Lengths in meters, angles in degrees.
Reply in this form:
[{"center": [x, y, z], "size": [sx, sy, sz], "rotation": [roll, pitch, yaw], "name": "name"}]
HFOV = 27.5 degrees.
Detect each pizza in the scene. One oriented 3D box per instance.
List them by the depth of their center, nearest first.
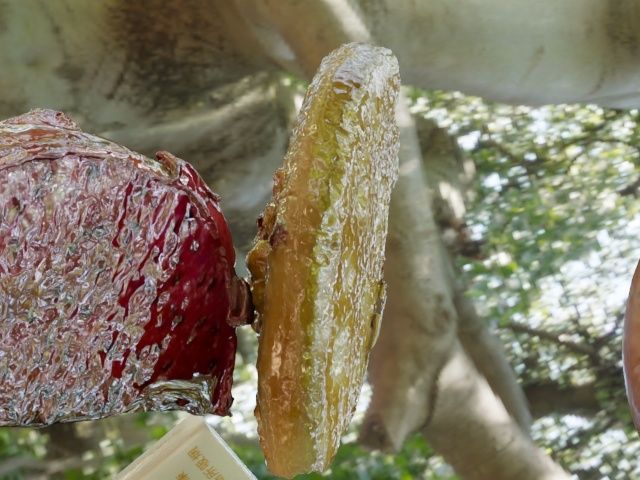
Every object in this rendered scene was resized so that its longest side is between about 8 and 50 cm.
[{"center": [-0.002, 0.000, 0.675], "size": [0.058, 0.127, 0.246], "rotation": [4, -104, 17], "name": "pizza"}]

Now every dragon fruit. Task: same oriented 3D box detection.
[{"center": [-0.173, -0.002, 0.594], "size": [0.211, 0.262, 0.134], "rotation": [14, -86, 30], "name": "dragon fruit"}]

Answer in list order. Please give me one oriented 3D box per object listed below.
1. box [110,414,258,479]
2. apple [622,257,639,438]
[{"center": [-0.145, 0.240, 1.000], "size": [0.122, 0.220, 0.032], "rotation": [54, -5, -31], "name": "box"}, {"center": [0.352, 0.080, 0.948], "size": [0.251, 0.206, 0.272], "rotation": [-63, -149, 33], "name": "apple"}]
